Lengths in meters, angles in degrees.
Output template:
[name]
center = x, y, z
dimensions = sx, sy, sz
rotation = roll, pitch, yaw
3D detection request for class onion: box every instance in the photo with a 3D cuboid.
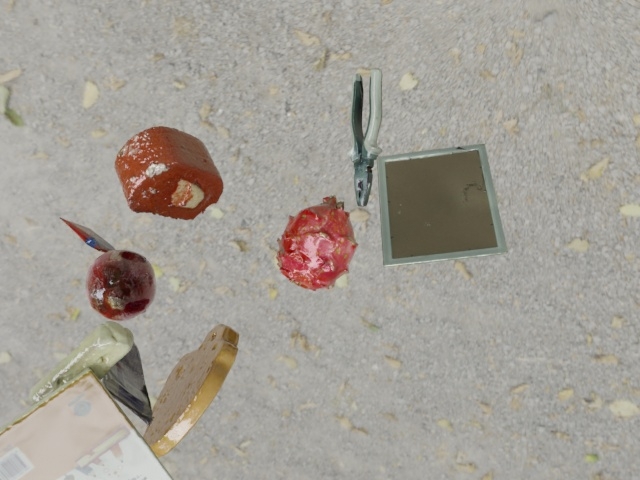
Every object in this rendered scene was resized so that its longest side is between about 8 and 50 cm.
[onion]
center = -0.435, 0.106, 1.424
dimensions = 0.159, 0.195, 0.159
rotation = -2, 107, -7

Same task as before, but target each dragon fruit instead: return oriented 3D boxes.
[dragon fruit]
center = 0.000, 0.000, 1.699
dimensions = 0.205, 0.268, 0.210
rotation = 26, 162, -4

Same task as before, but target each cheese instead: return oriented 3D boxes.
[cheese]
center = -0.345, 0.186, 0.949
dimensions = 0.194, 0.043, 0.065
rotation = -42, 138, 20

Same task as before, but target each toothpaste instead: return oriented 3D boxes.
[toothpaste]
center = -0.363, 0.240, 1.213
dimensions = 0.099, 0.282, 0.068
rotation = 14, 101, -23

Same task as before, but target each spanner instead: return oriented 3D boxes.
[spanner]
center = 0.105, -0.240, 1.540
dimensions = 0.096, 0.040, 0.324
rotation = -3, 83, 47

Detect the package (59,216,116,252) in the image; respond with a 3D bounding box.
[package]
center = -0.567, -0.004, 1.635
dimensions = 0.200, 0.083, 0.022
rotation = 30, 91, 33

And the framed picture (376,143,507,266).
[framed picture]
center = 0.215, -0.069, 1.215
dimensions = 0.216, 0.273, 0.016
rotation = -6, 141, 10

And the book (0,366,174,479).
[book]
center = -0.332, 0.351, 0.924
dimensions = 0.020, 0.208, 0.295
rotation = 15, 137, 60

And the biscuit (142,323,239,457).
[biscuit]
center = -0.292, 0.335, 1.508
dimensions = 0.057, 0.351, 0.312
rotation = 39, 100, -15

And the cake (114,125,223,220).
[cake]
center = -0.364, -0.163, 1.618
dimensions = 0.177, 0.283, 0.151
rotation = -39, 62, 26
